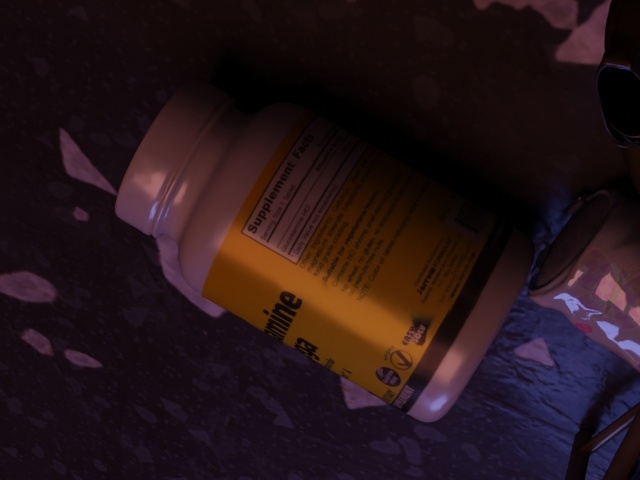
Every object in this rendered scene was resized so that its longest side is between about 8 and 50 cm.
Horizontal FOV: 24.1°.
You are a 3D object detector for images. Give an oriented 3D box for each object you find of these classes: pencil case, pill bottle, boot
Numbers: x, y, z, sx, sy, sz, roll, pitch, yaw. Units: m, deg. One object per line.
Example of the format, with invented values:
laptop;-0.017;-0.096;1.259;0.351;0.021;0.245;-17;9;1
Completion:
pencil case;0.303;0.076;1.237;0.273;0.113;0.124;35;130;-5
pill bottle;0.000;0.000;1.296;0.334;0.188;0.188;30;140;3
boot;0.238;-0.086;1.121;0.082;0.106;0.219;6;133;28

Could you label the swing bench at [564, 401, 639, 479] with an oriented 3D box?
swing bench;0.332;0.299;1.336;0.253;0.255;0.165;34;140;-3
